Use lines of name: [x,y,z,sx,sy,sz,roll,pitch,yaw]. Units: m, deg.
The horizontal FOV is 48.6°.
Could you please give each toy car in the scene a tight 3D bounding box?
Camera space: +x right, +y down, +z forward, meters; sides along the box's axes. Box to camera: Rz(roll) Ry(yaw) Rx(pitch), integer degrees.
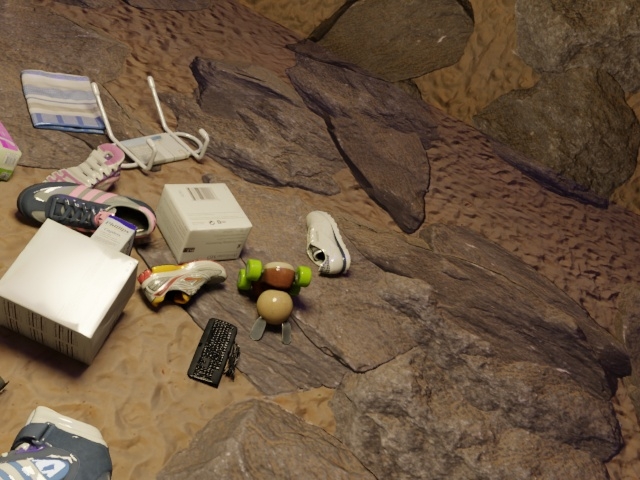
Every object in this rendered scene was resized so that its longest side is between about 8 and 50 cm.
toy car: [-0.115,0.155,1.714,0.155,0.149,0.188,9,67,-19]

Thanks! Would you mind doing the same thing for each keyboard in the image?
keyboard: [-0.222,0.240,1.574,0.100,0.038,0.192,22,35,-7]

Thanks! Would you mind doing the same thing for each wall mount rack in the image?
wall mount rack: [-0.501,-0.336,2.064,0.304,0.130,0.350,42,36,21]

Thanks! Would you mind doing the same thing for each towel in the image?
towel: [-0.755,-0.411,2.082,0.209,0.034,0.285,0,42,-32]

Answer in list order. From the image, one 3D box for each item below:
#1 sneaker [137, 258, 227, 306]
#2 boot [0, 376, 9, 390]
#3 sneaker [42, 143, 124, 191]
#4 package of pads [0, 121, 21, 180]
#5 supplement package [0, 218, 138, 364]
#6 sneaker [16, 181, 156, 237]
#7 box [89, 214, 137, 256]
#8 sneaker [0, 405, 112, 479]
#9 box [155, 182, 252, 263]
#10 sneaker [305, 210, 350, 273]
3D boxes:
sneaker: [-0.317,0.106,1.666,0.225,0.088,0.092,-9,68,-41]
boot: [-0.671,0.247,1.251,0.198,0.077,0.137,38,29,-6]
sneaker: [-0.594,-0.143,1.792,0.095,0.104,0.236,40,59,18]
package of pads: [-0.890,-0.283,1.709,0.296,0.101,0.229,47,17,28]
supplement package: [-0.505,0.105,1.423,0.203,0.149,0.194,26,54,-2]
sneaker: [-0.542,-0.070,1.672,0.319,0.112,0.131,5,12,-26]
box: [-0.480,0.035,1.594,0.072,0.126,0.137,23,35,-4]
sneaker: [-0.505,0.378,1.148,0.323,0.130,0.236,2,31,-24]
box: [-0.304,-0.048,1.824,0.181,0.119,0.182,-5,46,-38]
sneaker: [0.000,0.000,1.999,0.095,0.090,0.235,-6,44,-25]
